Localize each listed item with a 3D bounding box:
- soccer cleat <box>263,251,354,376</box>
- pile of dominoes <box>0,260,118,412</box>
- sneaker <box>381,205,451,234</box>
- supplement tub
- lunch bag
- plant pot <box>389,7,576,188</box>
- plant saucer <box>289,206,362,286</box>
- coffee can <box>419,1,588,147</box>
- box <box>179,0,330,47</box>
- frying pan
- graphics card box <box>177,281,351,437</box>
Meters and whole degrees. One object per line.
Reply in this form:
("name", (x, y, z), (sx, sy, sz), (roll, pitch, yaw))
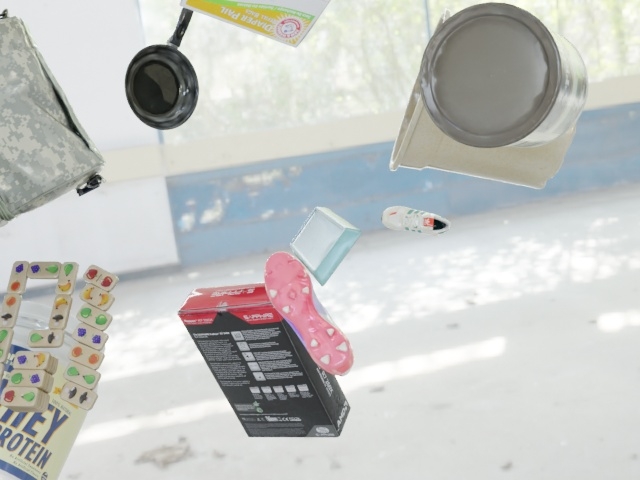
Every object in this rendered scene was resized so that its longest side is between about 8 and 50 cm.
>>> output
("soccer cleat", (-0.022, 0.129, 1.590), (0.083, 0.248, 0.095), (-32, -27, -6))
("pile of dominoes", (-0.422, 0.138, 1.424), (0.196, 0.251, 0.040), (-1, -26, 13))
("sneaker", (0.220, -0.046, 2.089), (0.161, 0.057, 0.075), (11, -7, -18))
("supplement tub", (-0.530, 0.293, 1.604), (0.235, 0.235, 0.325), (-1, 54, 30))
("lunch bag", (-0.509, -0.172, 1.437), (0.256, 0.305, 0.212), (-28, 9, -4))
("plant pot", (0.333, -0.249, 1.832), (0.305, 0.334, 0.334), (19, 12, -1))
("plant saucer", (0.000, 0.000, 0.983), (0.018, 0.067, 0.192), (36, 1, -12))
("coffee can", (0.287, -0.241, 1.407), (0.201, 0.201, 0.275), (-3, 4, 24))
("box", (-0.101, -0.382, 1.354), (0.203, 0.114, 0.103), (13, -44, -33))
("frying pan", (-0.373, -0.418, 2.130), (0.197, 0.326, 0.053), (-7, 8, -40))
("graphics card box", (-0.109, 0.250, 1.893), (0.233, 0.371, 0.094), (-8, 33, 27))
